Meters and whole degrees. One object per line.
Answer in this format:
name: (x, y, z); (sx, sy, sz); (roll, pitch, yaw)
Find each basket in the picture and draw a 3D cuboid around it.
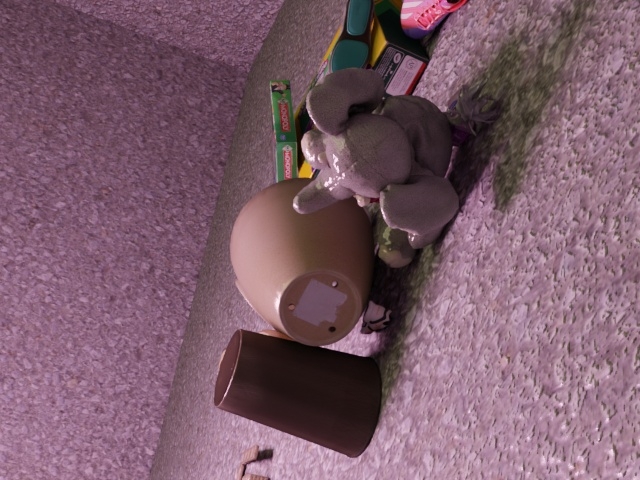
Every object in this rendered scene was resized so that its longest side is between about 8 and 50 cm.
basket: (-0.041, 0.232, 1.469); (0.204, 0.226, 0.154); (-121, 50, -71)

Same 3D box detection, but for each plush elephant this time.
plush elephant: (0.076, -0.109, 1.334); (0.255, 0.272, 0.330); (-20, -14, -49)

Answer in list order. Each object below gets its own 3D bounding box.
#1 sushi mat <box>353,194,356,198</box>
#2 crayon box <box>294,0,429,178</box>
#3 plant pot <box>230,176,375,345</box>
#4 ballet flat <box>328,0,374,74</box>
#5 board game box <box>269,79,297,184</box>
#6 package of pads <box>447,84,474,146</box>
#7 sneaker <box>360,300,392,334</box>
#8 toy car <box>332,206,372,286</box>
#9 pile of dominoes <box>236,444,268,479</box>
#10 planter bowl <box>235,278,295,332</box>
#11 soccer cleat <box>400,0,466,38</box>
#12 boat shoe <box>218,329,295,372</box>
sushi mat: (0.028, 0.055, 1.859); (0.151, 0.019, 0.317); (128, 156, -51)
crayon box: (0.068, -0.301, 1.913); (0.363, 0.106, 0.313); (-60, 21, 30)
plant pot: (-0.018, 0.056, 1.520); (0.274, 0.256, 0.257); (-108, 38, -70)
ballet flat: (0.063, -0.367, 1.753); (0.068, 0.072, 0.213); (90, -168, -67)
board game box: (-0.079, -0.159, 2.037); (0.317, 0.046, 0.214); (91, 175, -46)
package of pads: (0.214, -0.190, 1.425); (0.050, 0.032, 0.083); (126, 158, -58)
sneaker: (0.089, 0.130, 1.492); (0.109, 0.043, 0.040); (93, -165, -71)
toy car: (0.000, 0.000, 1.744); (0.182, 0.136, 0.159); (-13, 55, 61)
pile of dominoes: (-0.154, 0.537, 1.959); (0.251, 0.040, 0.196); (124, 160, -71)
planter bowl: (-0.088, 0.109, 1.999); (0.109, 0.162, 0.162); (-43, 18, 5)
soccer cleat: (0.210, -0.427, 1.649); (0.248, 0.083, 0.095); (133, 147, -54)
boat shoe: (-0.149, 0.299, 2.034); (0.342, 0.123, 0.123); (-37, 35, 56)
